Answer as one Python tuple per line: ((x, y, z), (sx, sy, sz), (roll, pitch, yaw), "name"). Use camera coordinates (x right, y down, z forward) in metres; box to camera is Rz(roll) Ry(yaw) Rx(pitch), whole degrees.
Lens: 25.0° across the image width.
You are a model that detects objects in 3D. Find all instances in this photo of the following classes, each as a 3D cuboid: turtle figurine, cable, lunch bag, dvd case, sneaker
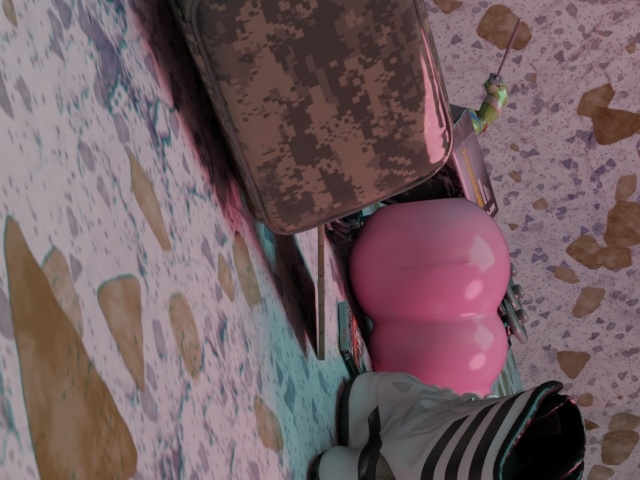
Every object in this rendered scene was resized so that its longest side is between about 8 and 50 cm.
((0.160, -0.226, 2.087), (0.266, 0.198, 0.274), (1, -71, 64), "turtle figurine")
((0.006, -0.090, 1.782), (0.150, 0.047, 0.184), (46, 33, -60), "cable")
((-0.028, -0.204, 1.327), (0.256, 0.212, 0.305), (-121, -172, -49), "lunch bag")
((0.045, 0.143, 1.734), (0.087, 0.013, 0.119), (-91, 162, -51), "dvd case")
((0.153, 0.223, 1.513), (0.447, 0.257, 0.169), (-50, 124, -78), "sneaker")

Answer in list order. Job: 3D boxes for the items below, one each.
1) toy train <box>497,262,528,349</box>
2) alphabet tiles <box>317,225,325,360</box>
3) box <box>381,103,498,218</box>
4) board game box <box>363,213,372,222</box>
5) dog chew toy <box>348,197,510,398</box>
((0.223, 0.062, 2.229), (0.190, 0.142, 0.334), (59, 12, -19), "toy train")
((0.000, 0.000, 1.504), (0.198, 0.009, 0.237), (-91, -179, -49), "alphabet tiles")
((0.116, -0.117, 1.942), (0.056, 0.231, 0.183), (-47, 136, -25), "box")
((0.123, 0.081, 2.153), (0.243, 0.042, 0.165), (57, 21, -61), "board game box")
((0.147, 0.115, 1.839), (0.206, 0.207, 0.332), (-5, 89, -80), "dog chew toy")
